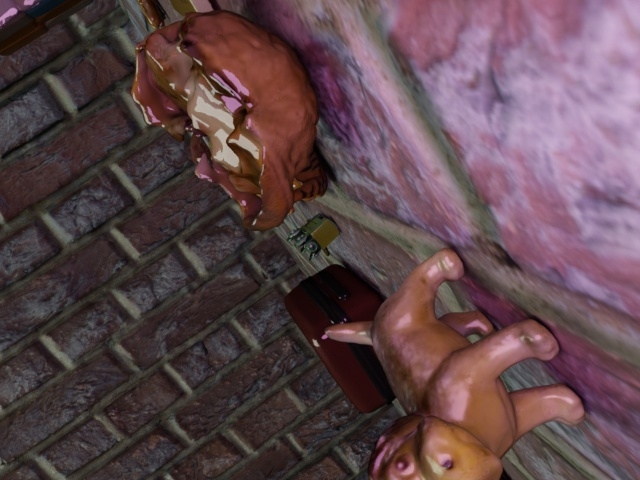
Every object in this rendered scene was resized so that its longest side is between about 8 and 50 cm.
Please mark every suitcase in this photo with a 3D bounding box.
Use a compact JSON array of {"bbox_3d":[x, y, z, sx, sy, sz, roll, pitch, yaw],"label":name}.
[{"bbox_3d":[0.058,0.186,1.215,0.236,0.161,0.297,56,175,-17],"label":"suitcase"}]

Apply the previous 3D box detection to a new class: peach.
[{"bbox_3d":[-0.315,-0.280,1.835,0.152,0.152,0.152,54,174,8],"label":"peach"}]

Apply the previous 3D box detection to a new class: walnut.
[{"bbox_3d":[-0.078,-0.138,0.593,0.238,0.141,0.204,49,156,16],"label":"walnut"}]

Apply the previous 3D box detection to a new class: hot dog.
[{"bbox_3d":[-0.382,-0.531,1.332,0.133,0.041,0.056,64,173,-11],"label":"hot dog"}]

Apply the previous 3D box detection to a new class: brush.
[{"bbox_3d":[0.000,0.000,1.375,0.043,0.014,0.170,50,174,26],"label":"brush"}]

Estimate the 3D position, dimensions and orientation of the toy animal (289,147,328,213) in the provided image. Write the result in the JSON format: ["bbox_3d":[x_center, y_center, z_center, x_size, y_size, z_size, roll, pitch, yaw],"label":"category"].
[{"bbox_3d":[-0.054,-0.127,0.757,0.114,0.116,0.255,20,147,37],"label":"toy animal"}]

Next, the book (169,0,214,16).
[{"bbox_3d":[-0.268,-0.468,0.767,0.389,0.032,0.269,59,175,-34],"label":"book"}]

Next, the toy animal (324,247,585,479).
[{"bbox_3d":[0.103,0.117,0.475,0.121,0.169,0.233,59,-173,-36],"label":"toy animal"}]

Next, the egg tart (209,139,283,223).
[{"bbox_3d":[-0.136,-0.136,1.243,0.241,0.106,0.241,51,175,7],"label":"egg tart"}]

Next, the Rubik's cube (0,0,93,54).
[{"bbox_3d":[-0.569,-0.570,1.071,0.346,0.347,0.344,58,173,-22],"label":"Rubik's cube"}]

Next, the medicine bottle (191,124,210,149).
[{"bbox_3d":[-0.292,-0.308,1.603,0.188,0.088,0.132,48,171,52],"label":"medicine bottle"}]

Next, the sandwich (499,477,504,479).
[{"bbox_3d":[0.327,0.520,1.221,0.271,0.099,0.301,47,174,8],"label":"sandwich"}]

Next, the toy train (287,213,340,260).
[{"bbox_3d":[-0.014,-0.009,1.079,0.050,0.081,0.122,47,178,-16],"label":"toy train"}]
